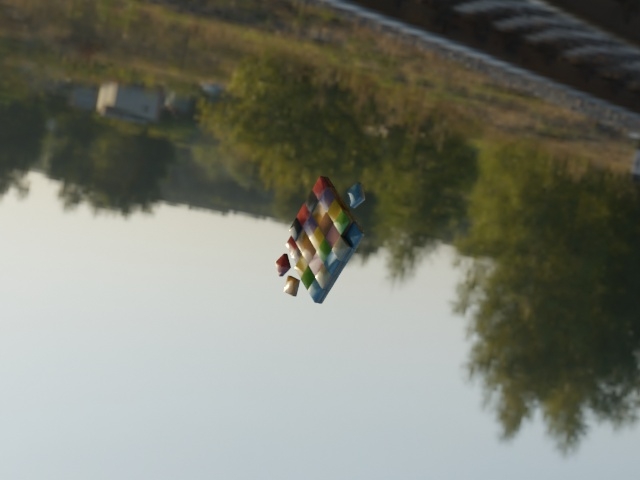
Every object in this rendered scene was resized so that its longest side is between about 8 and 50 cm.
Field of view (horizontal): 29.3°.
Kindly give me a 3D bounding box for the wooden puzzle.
[{"bbox_3d":[0.000,0.000,0.653,0.006,0.083,0.049,8,-145,-35],"label":"wooden puzzle"}]
